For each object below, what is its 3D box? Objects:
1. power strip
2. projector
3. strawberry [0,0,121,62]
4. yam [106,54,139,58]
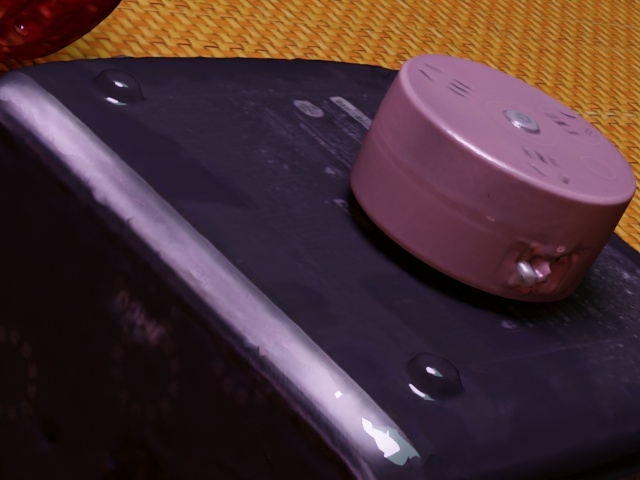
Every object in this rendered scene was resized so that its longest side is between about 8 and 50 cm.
[{"bbox_3d":[0.098,-0.036,1.073,0.154,0.078,0.154,23,24,-11],"label":"power strip"},{"bbox_3d":[0.019,0.072,1.162,0.405,0.242,0.395,-6,39,-48],"label":"projector"},{"bbox_3d":[-0.289,-0.247,1.471,0.317,0.295,0.345,4,36,28],"label":"strawberry"},{"bbox_3d":[-0.039,-0.103,1.633,0.317,0.071,0.067,11,66,-27],"label":"yam"}]
